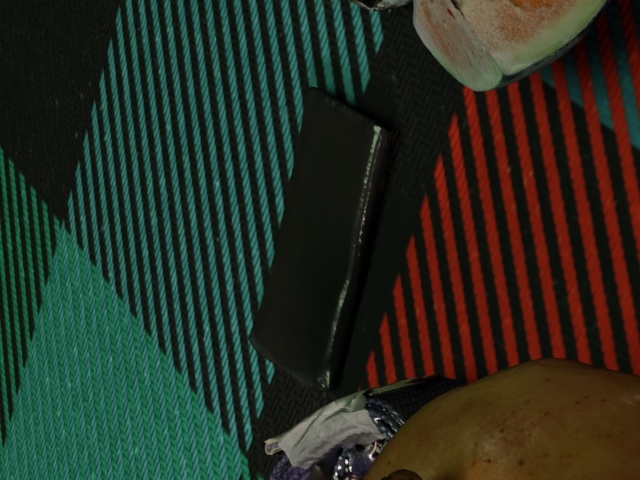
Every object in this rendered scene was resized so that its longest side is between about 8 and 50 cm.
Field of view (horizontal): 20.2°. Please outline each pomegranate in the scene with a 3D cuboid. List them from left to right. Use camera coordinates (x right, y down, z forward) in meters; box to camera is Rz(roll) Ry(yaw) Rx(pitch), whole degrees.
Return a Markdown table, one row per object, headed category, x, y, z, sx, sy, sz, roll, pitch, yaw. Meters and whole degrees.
| category | x | y | z | sx | sy | sz | roll | pitch | yaw |
| --- | --- | --- | --- | --- | --- | --- | --- | --- | --- |
| pomegranate | 0.151 | 0.240 | 1.266 | 0.338 | 0.338 | 0.338 | -5 | 84 | 56 |

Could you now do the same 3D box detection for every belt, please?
| category | x | y | z | sx | sy | sz | roll | pitch | yaw |
| --- | --- | --- | --- | --- | --- | --- | --- | --- | --- |
| belt | 0.057 | 0.202 | 1.585 | 0.230 | 0.126 | 0.139 | -41 | 68 | 47 |

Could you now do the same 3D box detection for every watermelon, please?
| category | x | y | z | sx | sy | sz | roll | pitch | yaw |
| --- | --- | --- | --- | --- | --- | --- | --- | --- | --- |
| watermelon | 0.162 | -0.269 | 1.466 | 0.188 | 0.175 | 0.322 | 78 | -169 | -82 |

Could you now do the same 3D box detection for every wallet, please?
| category | x | y | z | sx | sy | sz | roll | pitch | yaw |
| --- | --- | --- | --- | --- | --- | --- | --- | --- | --- |
| wallet | -0.001 | 0.000 | 1.770 | 0.146 | 0.030 | 0.285 | 32 | 116 | 49 |

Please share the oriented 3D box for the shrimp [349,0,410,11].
| category | x | y | z | sx | sy | sz | roll | pitch | yaw |
| --- | --- | --- | --- | --- | --- | --- | --- | --- | --- |
| shrimp | 0.088 | -0.268 | 1.639 | 0.174 | 0.076 | 0.082 | -50 | 8 | 48 |
